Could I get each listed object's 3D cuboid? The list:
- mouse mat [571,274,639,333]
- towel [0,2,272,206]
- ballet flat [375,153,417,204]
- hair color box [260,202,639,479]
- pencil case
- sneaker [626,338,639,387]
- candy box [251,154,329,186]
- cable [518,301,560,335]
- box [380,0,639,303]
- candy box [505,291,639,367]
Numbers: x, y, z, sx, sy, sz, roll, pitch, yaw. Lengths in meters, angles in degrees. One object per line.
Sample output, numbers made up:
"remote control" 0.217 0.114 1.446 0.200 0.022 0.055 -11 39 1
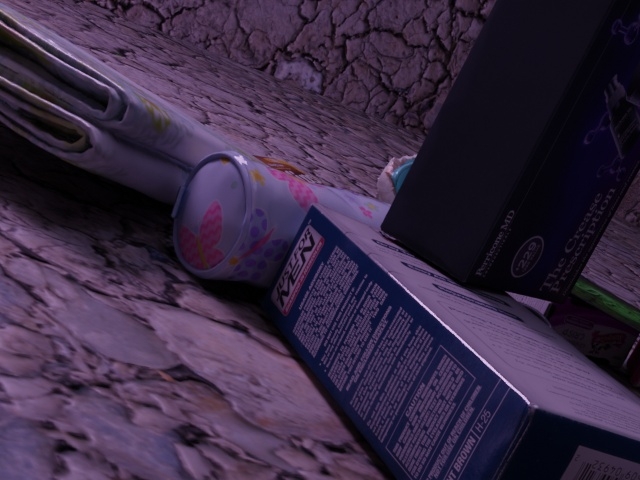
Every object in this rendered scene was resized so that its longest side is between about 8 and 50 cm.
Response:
"mouse mat" 0.334 0.069 1.297 0.190 0.007 0.153 34 14 27
"towel" -0.223 -0.127 1.086 0.321 0.090 0.374 34 4 23
"ballet flat" 0.207 -0.024 1.550 0.409 0.147 0.147 11 18 -38
"hair color box" 0.102 0.099 0.795 0.174 0.105 0.347 21 12 -28
"pencil case" 0.000 0.000 1.002 0.273 0.113 0.124 14 18 -41
"sneaker" 0.419 0.150 1.332 0.075 0.063 0.170 27 17 9
"candy box" -0.015 -0.041 1.305 0.187 0.053 0.109 30 13 27
"cable" 0.188 0.093 1.172 0.151 0.047 0.184 22 13 12
"box" 0.189 -0.089 0.907 0.103 0.261 0.184 35 14 39
"candy box" 0.265 0.063 1.372 0.159 0.071 0.233 18 15 -32
